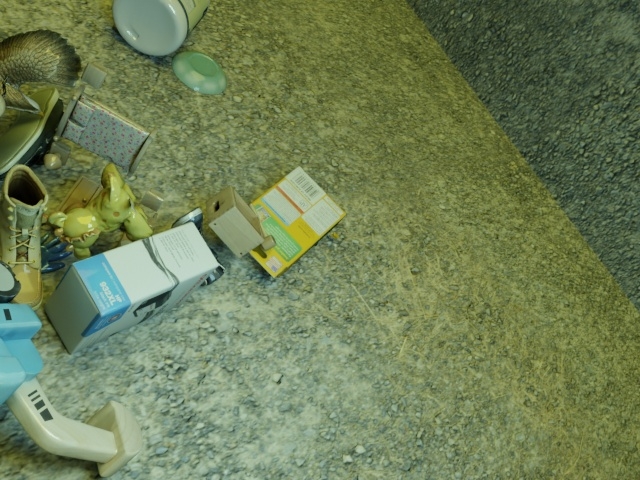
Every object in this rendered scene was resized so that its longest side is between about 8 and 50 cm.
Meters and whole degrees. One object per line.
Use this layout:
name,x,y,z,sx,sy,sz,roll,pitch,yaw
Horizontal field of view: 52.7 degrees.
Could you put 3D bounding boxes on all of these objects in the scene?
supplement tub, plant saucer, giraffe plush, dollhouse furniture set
supplement tub,-0.489,-0.761,2.052,0.235,0.235,0.325,31,44,-13
plant saucer,-0.388,-0.562,2.113,0.195,0.037,0.195,20,46,-23
giraffe plush,-0.476,-0.046,1.381,0.170,0.210,0.181,-30,104,-7
dollhouse furniture set,-0.474,-0.166,1.480,0.303,0.355,0.174,29,36,-16

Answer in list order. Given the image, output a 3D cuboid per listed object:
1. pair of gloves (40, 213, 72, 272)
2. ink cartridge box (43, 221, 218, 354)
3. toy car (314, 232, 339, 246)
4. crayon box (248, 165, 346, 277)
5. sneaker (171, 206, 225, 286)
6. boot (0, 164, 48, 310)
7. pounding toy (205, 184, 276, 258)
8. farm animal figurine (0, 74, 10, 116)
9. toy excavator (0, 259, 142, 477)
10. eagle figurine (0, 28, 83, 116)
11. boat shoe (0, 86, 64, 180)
pair of gloves,-0.671,-0.003,1.466,0.198,0.023,0.159,52,43,9
ink cartridge box,-0.412,0.101,1.422,0.307,0.223,0.129,-25,78,-45
toy car,0.000,0.000,1.956,0.122,0.040,0.060,17,64,-41
crayon box,-0.106,-0.044,1.836,0.203,0.083,0.323,46,56,4
sneaker,-0.293,0.020,1.585,0.086,0.226,0.163,-35,84,-26
boot,-0.618,-0.003,1.341,0.095,0.203,0.262,0,58,-35
pounding toy,-0.206,-0.033,1.675,0.206,0.094,0.181,52,9,-32
farm animal figurine,-0.789,-0.203,1.216,0.330,0.172,0.327,1,42,13
toy excavator,-0.569,0.260,1.159,0.445,0.222,0.433,52,11,15
eagle figurine,-0.701,-0.352,1.443,0.225,0.298,0.226,-2,83,-47
boat shoe,-0.701,-0.239,1.573,0.127,0.113,0.340,-12,42,8
